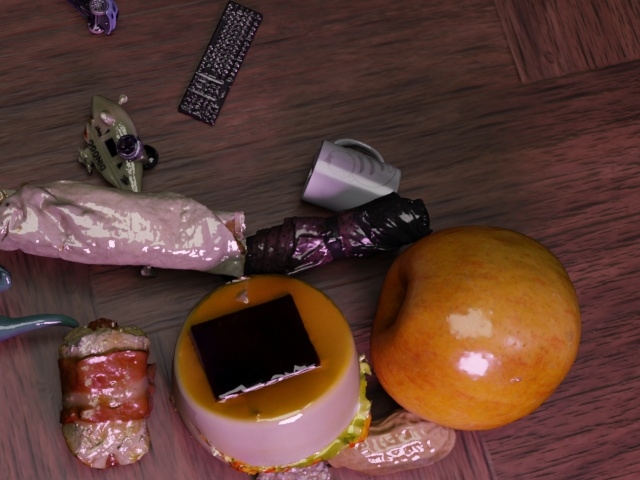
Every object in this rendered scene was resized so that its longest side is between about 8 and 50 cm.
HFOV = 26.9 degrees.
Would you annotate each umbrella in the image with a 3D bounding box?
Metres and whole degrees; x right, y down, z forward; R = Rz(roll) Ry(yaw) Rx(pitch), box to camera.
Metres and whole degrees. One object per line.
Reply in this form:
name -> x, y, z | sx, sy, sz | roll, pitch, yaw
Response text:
umbrella -> 0.000, 0.000, 1.956 | 0.326, 0.094, 0.090 | -14, 99, 6

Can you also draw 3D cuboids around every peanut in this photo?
peanut -> 0.103, 0.290, 1.930 | 0.194, 0.093, 0.083 | -5, 50, -14

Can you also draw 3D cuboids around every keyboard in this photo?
keyboard -> -0.154, -0.278, 2.083 | 0.061, 0.013, 0.204 | 24, 72, -3

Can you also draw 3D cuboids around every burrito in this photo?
burrito -> -0.291, -0.021, 1.879 | 0.392, 0.076, 0.117 | 7, 77, -13

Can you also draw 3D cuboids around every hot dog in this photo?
hot dog -> -0.303, 0.215, 1.878 | 0.146, 0.103, 0.213 | 8, 82, -30

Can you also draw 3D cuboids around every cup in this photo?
cup -> 0.051, -0.101, 2.027 | 0.133, 0.099, 0.136 | 21, 73, -3

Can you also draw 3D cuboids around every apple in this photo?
apple -> 0.206, 0.118, 1.884 | 0.275, 0.299, 0.299 | 13, 72, -25

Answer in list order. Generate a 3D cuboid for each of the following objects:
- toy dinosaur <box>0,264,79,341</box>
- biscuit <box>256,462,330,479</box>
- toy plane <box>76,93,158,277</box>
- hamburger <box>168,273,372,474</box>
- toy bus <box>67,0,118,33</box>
toy dinosaur -> -0.588, 0.134, 1.858 | 0.383, 0.129, 0.331 | 37, 82, 0
biscuit -> -0.009, 0.397, 1.911 | 0.250, 0.032, 0.133 | 46, 73, 4
toy plane -> -0.285, -0.086, 1.972 | 0.108, 0.092, 0.286 | -27, 80, 5
hamburger -> -0.074, 0.191, 1.875 | 0.276, 0.179, 0.294 | -21, 59, -11
toy bus -> -0.367, -0.394, 2.045 | 0.167, 0.073, 0.076 | 40, 70, 3
